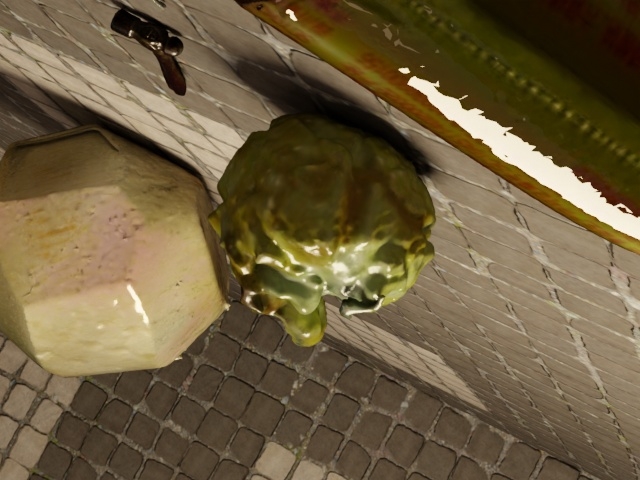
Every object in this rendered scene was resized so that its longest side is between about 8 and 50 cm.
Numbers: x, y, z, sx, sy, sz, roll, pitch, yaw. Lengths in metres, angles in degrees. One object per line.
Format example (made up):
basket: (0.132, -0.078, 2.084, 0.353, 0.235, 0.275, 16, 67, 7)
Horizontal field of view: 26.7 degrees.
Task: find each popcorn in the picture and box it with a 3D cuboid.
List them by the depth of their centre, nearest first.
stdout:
popcorn: (0.000, 0.000, 1.116, 0.198, 0.212, 0.198, 25, -155, -13)

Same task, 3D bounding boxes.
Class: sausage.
sausage: (0.118, -0.069, 0.568, 0.317, 0.117, 0.125, 30, -174, -22)

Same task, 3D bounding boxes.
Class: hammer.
hammer: (-0.138, -0.159, 1.184, 0.065, 0.021, 0.178, 28, 174, 6)

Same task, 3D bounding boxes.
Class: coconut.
coconut: (-0.298, 0.012, 1.761, 0.352, 0.353, 0.352, 28, 172, 4)

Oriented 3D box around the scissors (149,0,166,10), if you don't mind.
scissors: (-0.171, -0.215, 0.965, 0.100, 0.015, 0.189, 23, 172, 42)
